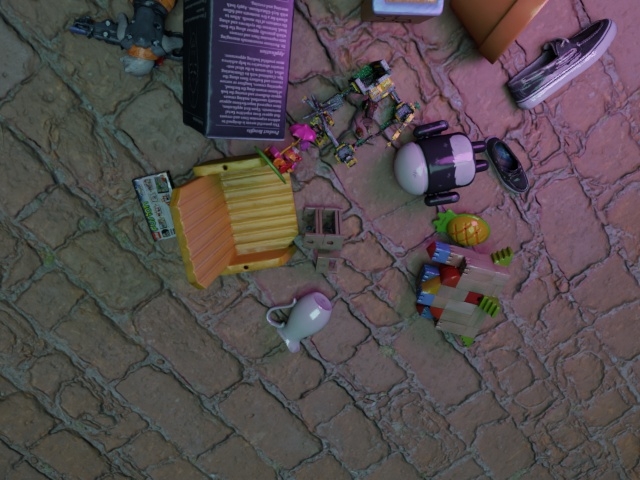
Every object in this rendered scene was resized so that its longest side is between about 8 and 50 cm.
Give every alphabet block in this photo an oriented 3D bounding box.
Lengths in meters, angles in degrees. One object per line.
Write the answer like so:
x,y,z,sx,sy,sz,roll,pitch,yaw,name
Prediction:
0.216,-0.695,1.251,0.192,0.197,0.194,1,109,-6,alphabet block

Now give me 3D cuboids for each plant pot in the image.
0.493,-0.661,1.257,0.203,0.291,0.291,41,102,1,plant pot

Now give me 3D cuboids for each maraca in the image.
0.466,-0.043,1.544,0.185,0.099,0.127,21,135,4,maraca

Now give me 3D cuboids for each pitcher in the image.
-0.075,0.257,1.600,0.177,0.125,0.207,42,113,-1,pitcher

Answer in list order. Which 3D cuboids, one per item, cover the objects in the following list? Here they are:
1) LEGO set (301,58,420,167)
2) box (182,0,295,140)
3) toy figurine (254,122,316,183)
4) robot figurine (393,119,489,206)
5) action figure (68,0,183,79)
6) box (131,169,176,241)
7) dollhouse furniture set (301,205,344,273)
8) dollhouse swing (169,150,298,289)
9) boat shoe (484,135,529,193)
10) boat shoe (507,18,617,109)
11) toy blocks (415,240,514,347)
0.125,-0.366,1.356,0.331,0.192,0.255,-27,109,5,LEGO set
-0.225,-0.477,1.211,0.211,0.293,0.396,-3,111,-27,box
-0.079,-0.256,1.328,0.159,0.173,0.130,-40,68,0,toy figurine
0.364,-0.235,1.435,0.278,0.209,0.174,-12,151,-1,robot figurine
-0.506,-0.603,1.240,0.341,0.178,0.330,2,99,-9,action figure
-0.503,-0.108,1.477,0.114,0.036,0.207,-13,109,0,box
0.000,0.000,1.528,0.128,0.129,0.184,4,138,-5,dollhouse furniture set
-0.230,-0.056,1.377,0.315,0.305,0.347,-9,108,-1,dollhouse swing
0.607,-0.238,1.499,0.080,0.076,0.228,-35,108,8,boat shoe
0.709,-0.539,1.381,0.335,0.121,0.119,-43,111,12,boat shoe
0.441,0.167,1.568,0.260,0.191,0.381,14,124,-2,toy blocks
